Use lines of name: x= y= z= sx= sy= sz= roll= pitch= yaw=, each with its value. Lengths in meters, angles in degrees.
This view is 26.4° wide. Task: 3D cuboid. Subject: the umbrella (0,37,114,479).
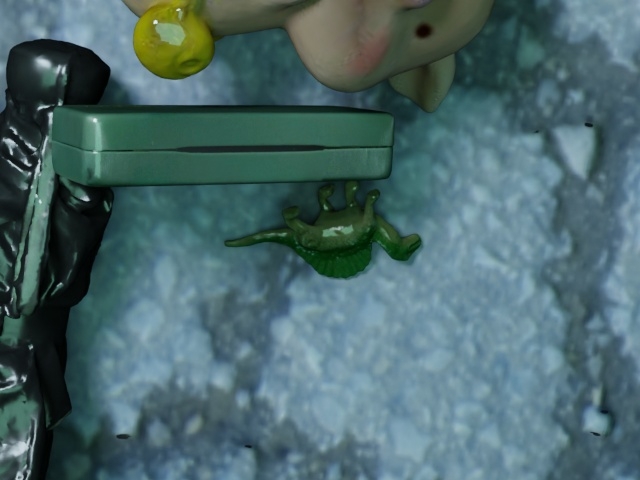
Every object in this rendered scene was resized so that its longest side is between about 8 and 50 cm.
umbrella: x=-0.195 y=0.056 z=0.812 sx=0.113 sy=0.106 sz=0.357 roll=15 pitch=100 yaw=0

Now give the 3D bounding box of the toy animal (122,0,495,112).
toy animal: x=-0.021 y=-0.165 z=0.755 sx=0.248 sy=0.149 sz=0.165 roll=14 pitch=116 yaw=-11

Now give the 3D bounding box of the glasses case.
glasses case: x=-0.054 y=-0.055 z=0.772 sx=0.184 sy=0.078 sz=0.039 roll=-3 pitch=100 yaw=-26

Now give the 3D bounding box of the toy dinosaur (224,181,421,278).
toy dinosaur: x=0.001 y=0.000 z=0.845 sx=0.120 sy=0.029 sz=0.060 roll=-14 pitch=116 yaw=4
